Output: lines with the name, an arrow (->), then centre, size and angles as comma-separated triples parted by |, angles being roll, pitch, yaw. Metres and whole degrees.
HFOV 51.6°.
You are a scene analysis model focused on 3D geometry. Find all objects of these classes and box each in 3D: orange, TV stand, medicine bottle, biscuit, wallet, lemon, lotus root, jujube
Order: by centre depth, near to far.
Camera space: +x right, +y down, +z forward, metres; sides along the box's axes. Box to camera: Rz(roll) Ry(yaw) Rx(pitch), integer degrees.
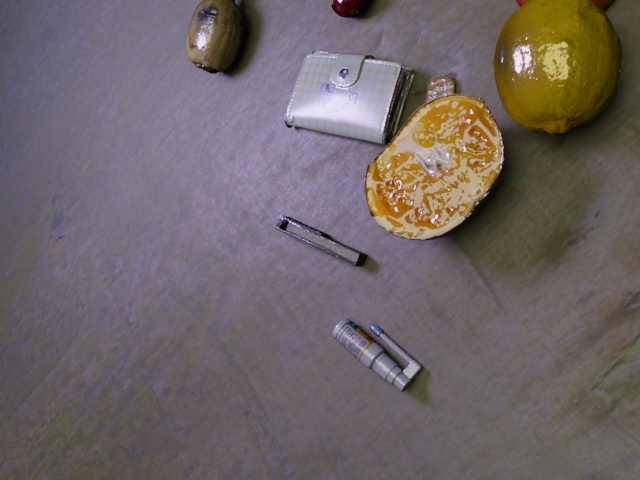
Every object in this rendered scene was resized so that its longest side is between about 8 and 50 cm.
lemon -> 0.482, -0.358, 1.357 | 0.260, 0.260, 0.284 | -29, 67, 23
orange -> 0.252, -0.146, 1.461 | 0.274, 0.274, 0.310 | 35, 66, 28
medicine bottle -> 0.134, 0.264, 1.582 | 0.220, 0.061, 0.092 | 39, 84, 26
biscuit -> 0.287, -0.324, 1.591 | 0.071, 0.018, 0.147 | 4, 87, 28
TV stand -> 0.000, 0.000, 1.692 | 0.256, 0.049, 0.040 | 25, 97, 28
wallet -> 0.067, -0.369, 1.693 | 0.309, 0.077, 0.223 | 18, 96, 30
jujube -> 0.092, -0.649, 1.695 | 0.104, 0.104, 0.166 | 27, 95, 29
lotus root -> -0.289, -0.610, 1.871 | 0.154, 0.154, 0.278 | 17, 89, 29

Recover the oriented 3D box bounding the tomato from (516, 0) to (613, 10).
tomato -> 0.531, -0.586, 1.446 | 0.236, 0.095, 0.237 | -4, 81, 29
